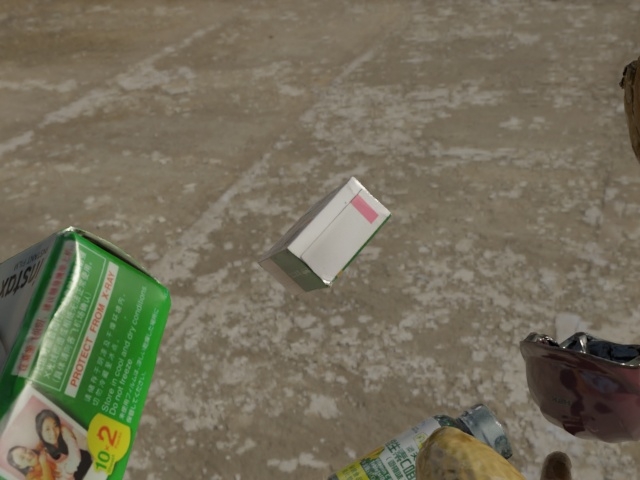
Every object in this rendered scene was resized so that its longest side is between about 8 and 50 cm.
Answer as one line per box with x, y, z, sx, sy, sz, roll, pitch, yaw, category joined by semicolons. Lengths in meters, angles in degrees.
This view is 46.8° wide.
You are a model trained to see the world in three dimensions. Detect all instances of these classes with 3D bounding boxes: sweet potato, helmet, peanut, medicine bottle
0.411;0.475;1.352;0.109;0.109;0.385;16;13;32;sweet potato
0.525;0.284;1.412;0.338;0.197;0.271;2;4;-43;helmet
0.161;0.271;0.673;0.095;0.108;0.226;-3;46;-39;peanut
0.165;0.379;1.205;0.293;0.141;0.141;-27;35;-9;medicine bottle

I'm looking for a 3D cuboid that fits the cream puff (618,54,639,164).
0.277;-0.086;0.460;0.115;0.165;0.150;-2;-6;-37;cream puff

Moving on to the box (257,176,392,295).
0.000;0.000;1.030;0.135;0.081;0.199;-47;8;-16;box

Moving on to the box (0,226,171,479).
-0.212;0.126;0.504;0.180;0.103;0.250;-20;48;38;box
